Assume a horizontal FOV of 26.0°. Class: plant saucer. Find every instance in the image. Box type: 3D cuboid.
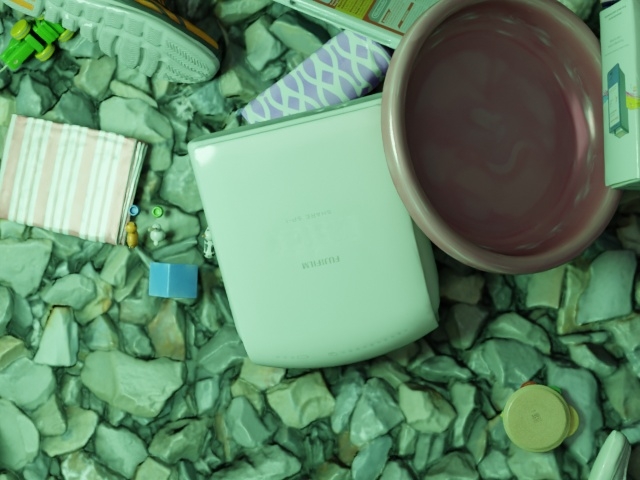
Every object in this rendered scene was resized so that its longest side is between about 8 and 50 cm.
[{"bbox_3d":[0.203,-0.124,1.587,0.332,0.084,0.332,3,83,-28],"label":"plant saucer"}]

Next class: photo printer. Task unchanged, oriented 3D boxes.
[{"bbox_3d":[0.000,0.000,1.651,0.256,0.107,0.307,-12,102,8],"label":"photo printer"}]

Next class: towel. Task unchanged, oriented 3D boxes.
[{"bbox_3d":[-0.331,-0.080,1.819,0.197,0.029,0.144,13,91,15],"label":"towel"}]

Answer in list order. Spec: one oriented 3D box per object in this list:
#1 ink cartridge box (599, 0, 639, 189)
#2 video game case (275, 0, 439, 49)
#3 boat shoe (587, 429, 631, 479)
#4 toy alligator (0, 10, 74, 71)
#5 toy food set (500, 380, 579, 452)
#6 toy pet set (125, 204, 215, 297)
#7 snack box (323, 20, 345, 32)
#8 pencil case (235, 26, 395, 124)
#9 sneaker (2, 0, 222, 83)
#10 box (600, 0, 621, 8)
[{"bbox_3d":[0.408,-0.166,1.584,0.154,0.093,0.212,1,86,-13],"label":"ink cartridge box"},{"bbox_3d":[0.068,-0.340,1.695,0.285,0.025,0.204,24,65,12],"label":"video game case"},{"bbox_3d":[0.335,0.313,1.600,0.063,0.066,0.184,16,88,4],"label":"boat shoe"},{"bbox_3d":[-0.388,-0.265,1.838,0.190,0.056,0.051,-41,37,7],"label":"toy alligator"},{"bbox_3d":[0.258,0.210,1.649,0.083,0.020,0.082,-40,77,8],"label":"toy food set"},{"bbox_3d":[-0.192,0.014,1.747,0.122,0.065,0.114,3,90,6],"label":"toy pet set"},{"bbox_3d":[0.000,-0.339,1.753,0.141,0.037,0.100,34,92,15],"label":"snack box"},{"bbox_3d":[0.000,-0.184,1.714,0.206,0.088,0.086,-35,70,10],"label":"pencil case"},{"bbox_3d":[-0.250,-0.338,1.770,0.321,0.124,0.180,28,61,-9],"label":"sneaker"},{"bbox_3d":[0.369,-0.340,1.668,0.081,0.028,0.136,-10,81,13],"label":"box"}]
